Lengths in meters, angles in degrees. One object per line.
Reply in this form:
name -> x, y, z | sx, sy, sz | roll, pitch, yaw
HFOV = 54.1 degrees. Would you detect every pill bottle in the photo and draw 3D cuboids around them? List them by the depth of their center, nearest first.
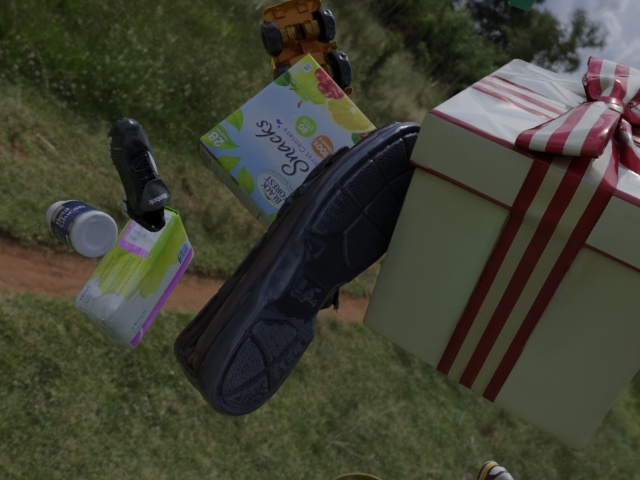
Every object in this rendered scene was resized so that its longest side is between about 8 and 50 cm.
pill bottle -> -0.496, -0.031, 1.285 | 0.169, 0.094, 0.094 | 19, -10, 43

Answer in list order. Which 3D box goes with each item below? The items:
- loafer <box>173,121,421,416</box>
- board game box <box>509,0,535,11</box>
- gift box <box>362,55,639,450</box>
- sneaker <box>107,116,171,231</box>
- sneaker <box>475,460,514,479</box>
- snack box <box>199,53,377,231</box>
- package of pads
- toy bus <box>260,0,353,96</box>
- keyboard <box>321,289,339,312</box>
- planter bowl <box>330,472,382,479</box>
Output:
loafer -> -0.019, 0.005, 0.553 | 0.095, 0.302, 0.109 | 26, -17, 42
board game box -> 0.446, -0.574, 1.222 | 0.047, 0.160, 0.210 | 20, -9, 1
gift box -> 0.228, -0.011, 0.560 | 0.276, 0.258, 0.255 | 25, 36, 16
sneaker -> -0.309, -0.105, 1.103 | 0.106, 0.078, 0.234 | 39, -36, 28
sneaker -> 0.385, 0.601, 1.419 | 0.070, 0.185, 0.084 | 7, 7, -24
snack box -> -0.013, -0.087, 0.751 | 0.207, 0.174, 0.070 | 49, -14, 2
package of pads -> -0.410, 0.079, 1.421 | 0.101, 0.296, 0.229 | 23, -25, 11
toy bus -> -0.042, -0.368, 1.327 | 0.211, 0.149, 0.220 | 167, -95, -79
keyboard -> 0.000, 0.000, 1.133 | 0.033, 0.317, 0.201 | -3, 35, -35
planter bowl -> 0.079, 0.599, 1.285 | 0.217, 0.217, 0.090 | 64, 1, 41
